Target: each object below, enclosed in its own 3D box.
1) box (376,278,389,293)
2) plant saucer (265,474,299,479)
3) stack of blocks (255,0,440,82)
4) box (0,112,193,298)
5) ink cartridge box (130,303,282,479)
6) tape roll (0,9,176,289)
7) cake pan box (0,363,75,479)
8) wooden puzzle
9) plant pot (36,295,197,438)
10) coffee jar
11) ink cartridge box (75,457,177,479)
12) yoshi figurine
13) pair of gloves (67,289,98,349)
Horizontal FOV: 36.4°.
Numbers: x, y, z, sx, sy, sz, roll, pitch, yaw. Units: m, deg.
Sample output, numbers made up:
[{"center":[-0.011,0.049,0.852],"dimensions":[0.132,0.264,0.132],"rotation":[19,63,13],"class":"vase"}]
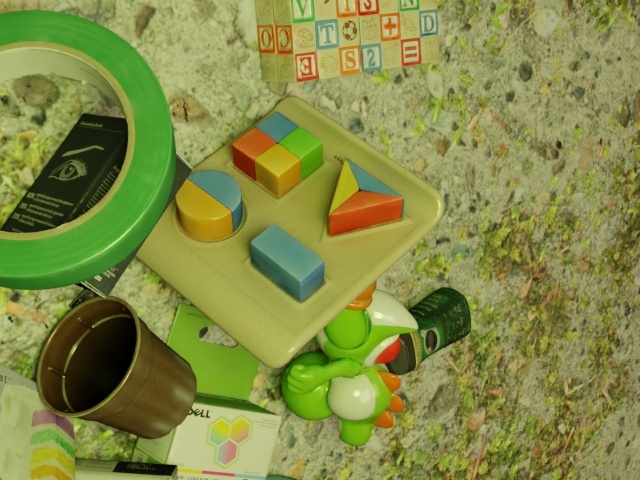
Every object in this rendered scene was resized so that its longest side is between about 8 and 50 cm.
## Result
[{"center":[0.000,0.000,1.547],"dimensions":[0.063,0.067,0.324],"rotation":[-51,125,-21],"class":"box"},{"center":[-0.100,0.540,1.581],"dimensions":[0.317,0.043,0.318],"rotation":[-9,105,-35],"class":"plant saucer"},{"center":[0.046,-0.346,1.502],"dimensions":[0.297,0.087,0.171],"rotation":[-16,109,-36],"class":"stack of blocks"},{"center":[-0.288,-0.050,1.245],"dimensions":[0.108,0.153,0.207],"rotation":[44,72,-36],"class":"box"},{"center":[-0.153,0.241,1.449],"dimensions":[0.189,0.097,0.255],"rotation":[17,88,-40],"class":"ink cartridge box"},{"center":[-0.330,-0.106,1.125],"dimensions":[0.321,0.077,0.321],"rotation":[1,75,-3],"class":"tape roll"},{"center":[-0.409,0.247,1.156],"dimensions":[0.070,0.246,0.267],"rotation":[-38,128,15],"class":"cake pan box"},{"center":[-0.053,-0.039,1.340],"dimensions":[0.348,0.322,0.080],"rotation":[-42,154,-23],"class":"wooden puzzle"},{"center":[-0.262,0.182,1.310],"dimensions":[0.167,0.167,0.165],"rotation":[-61,142,-13],"class":"plant pot"},{"center":[0.179,0.160,1.715],"dimensions":[0.184,0.079,0.096],"rotation":[-26,118,-34],"class":"coffee jar"},{"center":[-0.296,0.487,1.342],"dimensions":[0.175,0.069,0.371],"rotation":[4,96,0],"class":"ink cartridge box"},{"center":[0.011,0.161,1.490],"dimensions":[0.203,0.203,0.362],"rotation":[-19,126,-25],"class":"yoshi figurine"},{"center":[-0.308,0.102,1.351],"dimensions":[0.074,0.010,0.083],"rotation":[-44,122,-24],"class":"pair of gloves"}]
